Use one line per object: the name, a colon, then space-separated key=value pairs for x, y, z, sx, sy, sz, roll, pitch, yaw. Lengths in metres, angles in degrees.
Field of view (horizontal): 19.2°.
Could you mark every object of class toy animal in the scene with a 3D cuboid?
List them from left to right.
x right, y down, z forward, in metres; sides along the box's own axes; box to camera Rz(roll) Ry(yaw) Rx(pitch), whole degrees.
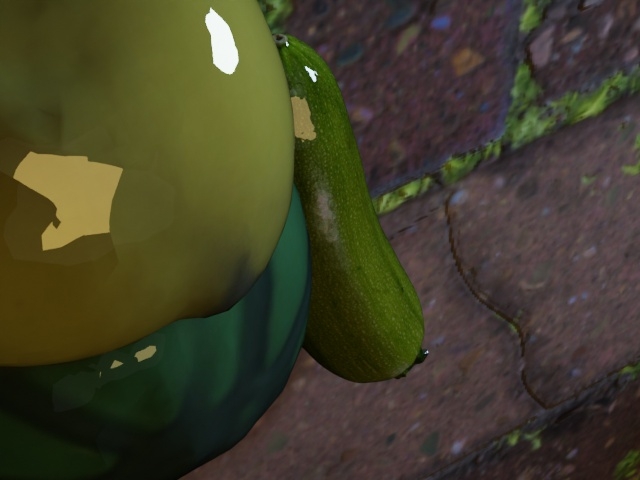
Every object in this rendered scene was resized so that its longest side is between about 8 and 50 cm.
toy animal: x=-0.101 y=-0.028 z=0.651 sx=0.216 sy=0.191 sz=0.338 roll=-34 pitch=142 yaw=-17

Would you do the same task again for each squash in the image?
squash: x=0.000 y=0.000 z=0.882 sx=0.069 sy=0.069 sz=0.258 roll=-37 pitch=142 yaw=-12
